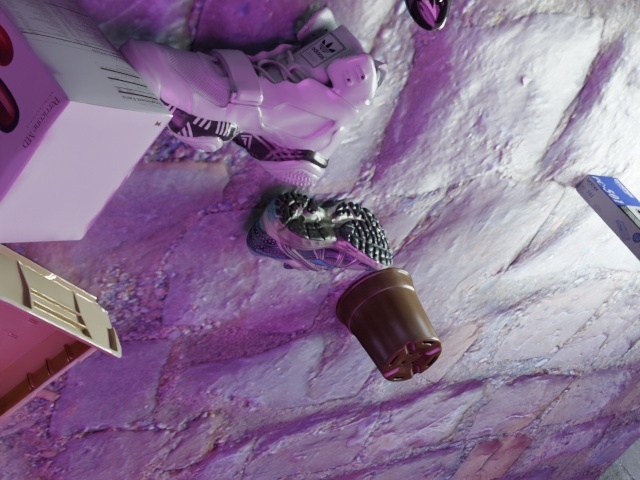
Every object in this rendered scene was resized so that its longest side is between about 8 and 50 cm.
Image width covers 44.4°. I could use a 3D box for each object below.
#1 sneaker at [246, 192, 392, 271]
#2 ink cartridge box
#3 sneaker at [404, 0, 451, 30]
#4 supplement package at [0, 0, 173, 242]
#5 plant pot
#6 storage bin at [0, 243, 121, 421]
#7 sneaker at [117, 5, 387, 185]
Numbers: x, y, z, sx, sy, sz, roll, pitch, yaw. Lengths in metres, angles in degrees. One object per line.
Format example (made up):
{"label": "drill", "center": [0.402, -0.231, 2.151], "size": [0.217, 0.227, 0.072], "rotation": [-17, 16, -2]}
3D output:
{"label": "sneaker", "center": [0.000, 0.000, 1.292], "size": [0.283, 0.110, 0.122], "rotation": [17, 140, -40]}
{"label": "ink cartridge box", "center": [0.594, -0.043, 1.513], "size": [0.097, 0.207, 0.046], "rotation": [2, 132, -34]}
{"label": "sneaker", "center": [0.156, -0.349, 1.003], "size": [0.067, 0.078, 0.188], "rotation": [-13, 139, -20]}
{"label": "supplement package", "center": [-0.307, -0.134, 0.815], "size": [0.194, 0.203, 0.149], "rotation": [-48, 161, 21]}
{"label": "plant pot", "center": [0.138, 0.166, 1.488], "size": [0.167, 0.165, 0.167], "rotation": [-17, 139, -15]}
{"label": "storage bin", "center": [-0.472, 0.163, 1.131], "size": [0.262, 0.123, 0.260], "rotation": [-37, 141, 8]}
{"label": "sneaker", "center": [-0.068, -0.208, 0.978], "size": [0.210, 0.137, 0.366], "rotation": [-46, 144, 18]}
